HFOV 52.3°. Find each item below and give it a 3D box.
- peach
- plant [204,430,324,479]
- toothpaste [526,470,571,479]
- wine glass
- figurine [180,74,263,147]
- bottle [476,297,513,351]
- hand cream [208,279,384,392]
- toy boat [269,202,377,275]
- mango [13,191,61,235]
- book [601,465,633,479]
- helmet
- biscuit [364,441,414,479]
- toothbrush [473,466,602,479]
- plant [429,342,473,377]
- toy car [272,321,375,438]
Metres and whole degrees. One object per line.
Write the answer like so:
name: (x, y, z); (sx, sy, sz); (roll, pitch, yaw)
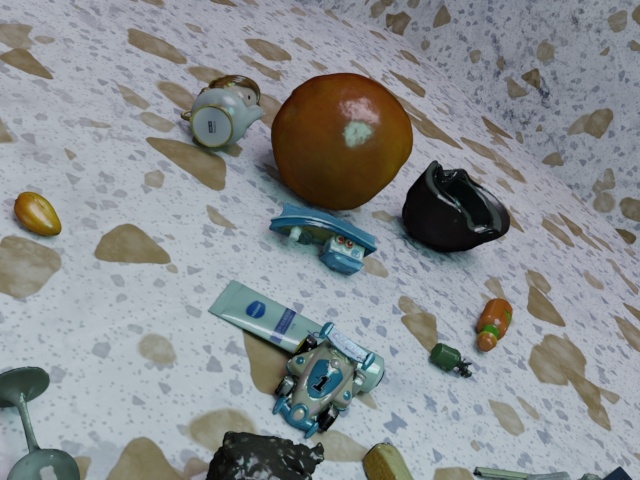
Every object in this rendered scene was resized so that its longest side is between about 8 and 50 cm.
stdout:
peach: (0.039, -0.245, 1.545); (0.301, 0.343, 0.342); (46, 27, -14)
plant: (-0.046, 0.325, 0.818); (0.203, 0.131, 0.142); (25, 28, -18)
toothpaste: (0.450, 0.528, 1.064); (0.100, 0.066, 0.323); (3, 41, -25)
wine glass: (-0.319, 0.241, 0.728); (0.079, 0.079, 0.195); (2, 41, -43)
figurine: (-0.229, -0.320, 1.576); (0.190, 0.142, 0.263); (9, 31, 3)
bottle: (0.395, 0.198, 1.497); (0.069, 0.069, 0.187); (38, 32, 8)
hand cream: (-0.036, 0.172, 1.149); (0.321, 0.067, 0.109); (27, 31, 2)
toy boat: (0.000, 0.000, 1.383); (0.238, 0.109, 0.098); (23, 66, -18)
mango: (-0.450, -0.041, 1.044); (0.089, 0.046, 0.060); (40, 29, 2)
book: (0.619, 0.566, 1.217); (0.191, 0.025, 0.269); (-2, 46, -45)
helmet: (0.342, -0.064, 1.719); (0.305, 0.177, 0.225); (21, 37, -35)
biscuit: (0.126, 0.388, 0.967); (0.056, 0.052, 0.188); (22, 26, -37)
toothbrush: (0.400, 0.433, 1.186); (0.294, 0.028, 0.026); (11, 19, -21)
plant: (0.274, 0.248, 1.323); (0.102, 0.051, 0.051); (31, 29, -15)
toy car: (0.002, 0.218, 1.031); (0.126, 0.098, 0.161); (37, 46, 7)
